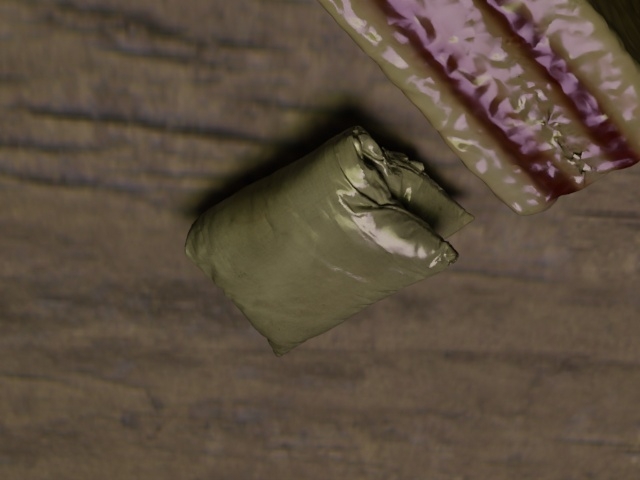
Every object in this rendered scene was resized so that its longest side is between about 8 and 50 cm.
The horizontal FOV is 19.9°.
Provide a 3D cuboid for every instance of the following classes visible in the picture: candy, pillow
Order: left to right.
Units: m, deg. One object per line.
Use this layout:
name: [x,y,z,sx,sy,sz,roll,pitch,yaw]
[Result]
pillow: [0.000,0.000,1.327,0.181,0.078,0.134,-31,123,28]
candy: [0.079,-0.183,1.087,0.135,0.179,0.320,-29,127,24]
